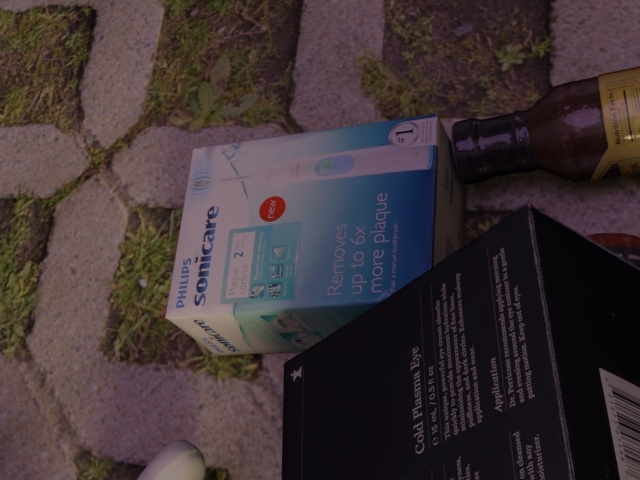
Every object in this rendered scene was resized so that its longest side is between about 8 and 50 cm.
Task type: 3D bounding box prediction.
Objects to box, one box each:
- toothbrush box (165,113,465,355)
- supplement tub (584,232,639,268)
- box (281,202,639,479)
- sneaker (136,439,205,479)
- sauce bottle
[{"bbox_3d":[0.000,0.000,1.110,0.295,0.126,0.216,-5,62,23],"label":"toothbrush box"},{"bbox_3d":[0.274,0.099,0.949,0.106,0.106,0.198,-10,61,19],"label":"supplement tub"},{"bbox_3d":[0.128,0.207,0.812,0.312,0.179,0.343,-36,40,38],"label":"box"},{"bbox_3d":[-0.156,0.350,1.013,0.123,0.106,0.290,17,82,26],"label":"sneaker"},{"bbox_3d":[0.310,-0.121,1.049,0.344,0.111,0.111,-9,61,21],"label":"sauce bottle"}]
